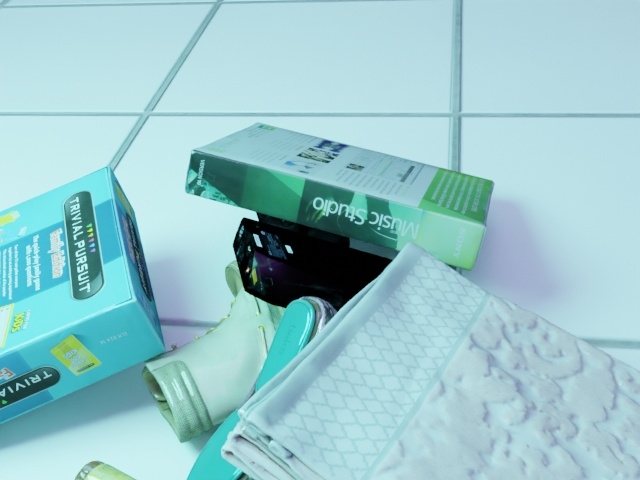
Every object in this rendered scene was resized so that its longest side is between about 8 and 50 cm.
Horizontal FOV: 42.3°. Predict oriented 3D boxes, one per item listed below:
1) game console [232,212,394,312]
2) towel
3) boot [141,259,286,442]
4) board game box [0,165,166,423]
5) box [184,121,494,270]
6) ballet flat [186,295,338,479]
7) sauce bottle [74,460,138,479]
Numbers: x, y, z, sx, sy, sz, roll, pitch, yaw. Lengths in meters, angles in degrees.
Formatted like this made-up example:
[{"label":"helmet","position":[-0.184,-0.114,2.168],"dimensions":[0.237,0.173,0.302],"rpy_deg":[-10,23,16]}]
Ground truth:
[{"label":"game console","position":[0.000,0.000,0.948],"dimensions":[0.213,0.044,0.361],"rpy_deg":[17,19,-18]},{"label":"towel","position":[0.137,0.147,0.654],"dimensions":[0.317,0.053,0.332],"rpy_deg":[30,35,14]},{"label":"boot","position":[-0.105,0.103,0.845],"dimensions":[0.165,0.077,0.213],"rpy_deg":[-20,39,-16]},{"label":"board game box","position":[-0.345,0.077,0.848],"dimensions":[0.336,0.079,0.254],"rpy_deg":[-23,39,-4]},{"label":"box","position":[0.036,-0.062,0.960],"dimensions":[0.322,0.058,0.232],"rpy_deg":[14,18,10]},{"label":"ballet flat","position":[-0.037,0.157,0.736],"dimensions":[0.077,0.079,0.221],"rpy_deg":[17,75,52]},{"label":"sauce bottle","position":[-0.154,0.229,0.703],"dimensions":[0.128,0.042,0.042],"rpy_deg":[17,41,29]}]
